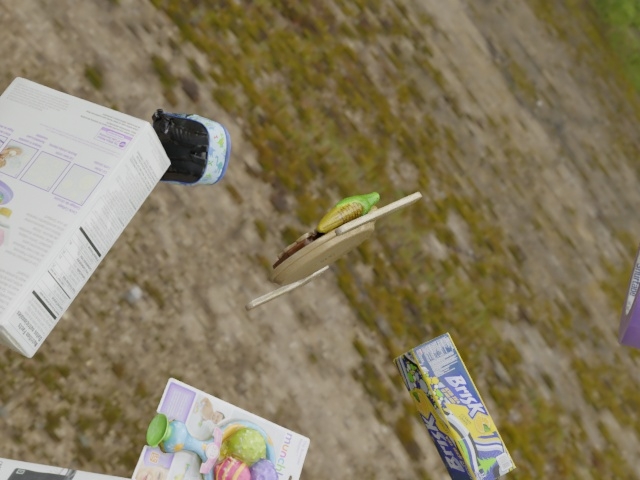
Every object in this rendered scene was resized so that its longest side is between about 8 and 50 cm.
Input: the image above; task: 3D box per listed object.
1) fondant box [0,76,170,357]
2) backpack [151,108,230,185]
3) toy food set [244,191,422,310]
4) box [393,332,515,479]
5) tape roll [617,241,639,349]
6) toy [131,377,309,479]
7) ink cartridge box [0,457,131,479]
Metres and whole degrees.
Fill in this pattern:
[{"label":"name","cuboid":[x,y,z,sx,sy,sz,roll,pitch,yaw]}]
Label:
[{"label":"fondant box","cuboid":[-0.390,-0.040,1.579,0.238,0.330,0.096,21,-26,26]},{"label":"backpack","cuboid":[-0.181,-0.129,1.720,0.084,0.114,0.105,2,99,-52]},{"label":"toy food set","cuboid":[0.000,0.000,1.176,0.132,0.192,0.038,-23,79,-43]},{"label":"box","cuboid":[0.149,0.193,1.346,0.054,0.059,0.169,-22,81,-24]},{"label":"tape roll","cuboid":[0.380,0.031,1.278,0.080,0.189,0.189,15,18,11]},{"label":"toy","cuboid":[-0.111,0.280,1.527,0.237,0.056,0.137,28,72,-29]},{"label":"ink cartridge box","cuboid":[-0.406,0.431,1.710,0.307,0.129,0.223,11,22,-8]}]
